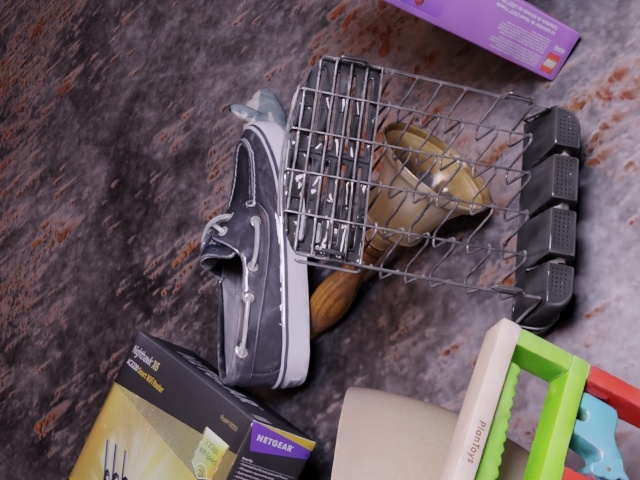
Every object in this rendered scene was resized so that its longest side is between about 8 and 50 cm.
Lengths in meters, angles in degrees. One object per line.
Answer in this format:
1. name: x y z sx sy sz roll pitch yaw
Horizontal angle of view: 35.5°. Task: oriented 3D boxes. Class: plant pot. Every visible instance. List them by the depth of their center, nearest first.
1. plant pot: 0.106 0.255 0.737 0.191 0.284 0.284 2 69 6

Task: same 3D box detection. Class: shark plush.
1. shark plush: -0.045 -0.136 1.182 0.067 0.073 0.161 -38 36 -17

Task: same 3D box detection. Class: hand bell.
1. hand bell: 0.049 0.012 1.010 0.242 0.126 0.126 -53 44 28

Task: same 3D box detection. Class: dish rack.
1. dish rack: 0.096 -0.045 0.860 0.074 0.272 0.208 126 153 -67

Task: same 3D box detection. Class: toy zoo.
1. toy zoo: 0.216 0.198 0.654 0.192 0.293 0.030 -66 6 -32

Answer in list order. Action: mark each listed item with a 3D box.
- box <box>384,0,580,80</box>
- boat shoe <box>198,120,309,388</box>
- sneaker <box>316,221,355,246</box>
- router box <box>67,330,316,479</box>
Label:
1. box: 0.084 -0.252 0.942 0.201 0.293 0.057 45 113 44
2. boat shoe: -0.079 0.009 1.067 0.108 0.102 0.301 145 124 -62
3. sneaker: 0.000 0.000 1.090 0.109 0.040 0.043 10 90 50
4. router box: -0.157 0.254 1.038 0.309 0.081 0.242 20 84 58
